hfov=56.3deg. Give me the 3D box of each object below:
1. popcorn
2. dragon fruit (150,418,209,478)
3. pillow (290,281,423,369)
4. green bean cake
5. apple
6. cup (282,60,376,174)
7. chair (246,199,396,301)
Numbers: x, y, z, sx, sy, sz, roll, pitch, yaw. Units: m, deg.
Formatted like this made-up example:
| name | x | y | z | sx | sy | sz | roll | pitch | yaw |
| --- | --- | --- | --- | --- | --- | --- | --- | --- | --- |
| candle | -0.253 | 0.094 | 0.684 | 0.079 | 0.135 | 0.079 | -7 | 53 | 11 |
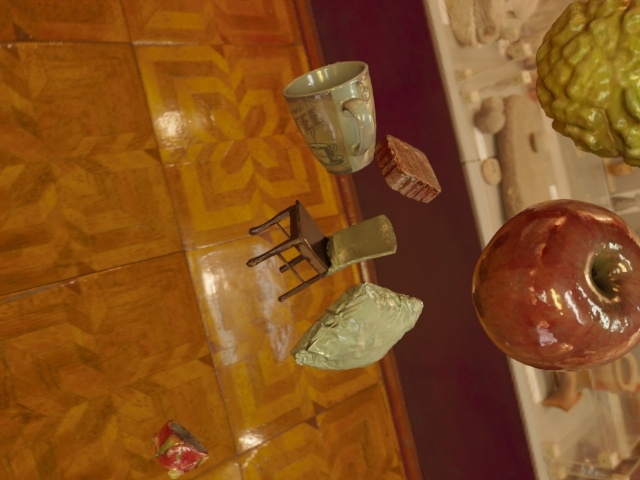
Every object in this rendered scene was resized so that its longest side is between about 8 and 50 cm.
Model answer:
| name | x | y | z | sx | sy | sz | roll | pitch | yaw |
| --- | --- | --- | --- | --- | --- | --- | --- | --- | --- |
| popcorn | 0.403 | -0.198 | 0.753 | 0.252 | 0.237 | 0.205 | 2 | 108 | -48 |
| dragon fruit | -0.209 | 0.301 | 0.856 | 0.083 | 0.060 | 0.056 | 40 | 86 | 19 |
| pillow | 0.110 | 0.223 | 1.551 | 0.310 | 0.283 | 0.138 | 15 | 32 | -48 |
| green bean cake | 0.183 | -0.150 | 1.277 | 0.136 | 0.056 | 0.135 | 19 | 40 | -36 |
| apple | 0.432 | 0.083 | 1.101 | 0.345 | 0.269 | 0.344 | 5 | 78 | -24 |
| cup | 0.065 | -0.302 | 1.554 | 0.228 | 0.301 | 0.256 | -29 | 120 | -11 |
| chair | 0.000 | 0.000 | 1.447 | 0.186 | 0.319 | 0.160 | 53 | 18 | -32 |
